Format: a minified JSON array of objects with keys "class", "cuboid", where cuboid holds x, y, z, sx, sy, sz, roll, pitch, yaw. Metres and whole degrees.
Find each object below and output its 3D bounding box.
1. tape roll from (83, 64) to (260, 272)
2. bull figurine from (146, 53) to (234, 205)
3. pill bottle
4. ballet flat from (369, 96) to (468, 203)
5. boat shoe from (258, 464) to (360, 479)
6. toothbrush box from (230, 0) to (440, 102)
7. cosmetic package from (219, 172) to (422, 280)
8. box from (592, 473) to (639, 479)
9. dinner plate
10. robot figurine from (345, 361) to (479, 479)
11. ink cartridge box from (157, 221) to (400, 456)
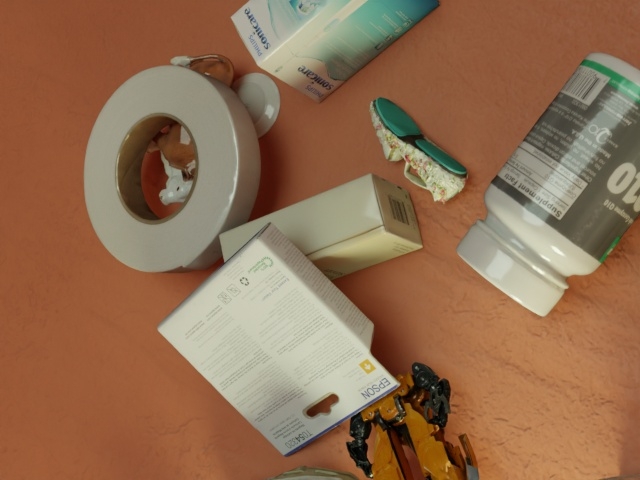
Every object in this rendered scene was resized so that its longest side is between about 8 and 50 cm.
[{"class":"tape roll","cuboid":[-0.284,-0.129,1.774,0.392,0.072,0.392,-3,84,33]},{"class":"bull figurine","cuboid":[-0.267,-0.223,1.874,0.188,0.101,0.310,22,92,27]},{"class":"pill bottle","cuboid":[0.376,-0.079,1.419,0.204,0.204,0.361,41,101,29]},{"class":"ballet flat","cuboid":[0.153,-0.152,1.637,0.241,0.091,0.077,49,127,32]},{"class":"boat shoe","cuboid":[-0.042,0.442,1.599,0.302,0.103,0.113,-15,98,51]},{"class":"toothbrush box","cuboid":[0.028,-0.405,1.679,0.295,0.216,0.126,-38,63,19]},{"class":"cosmetic package","cuboid":[0.000,0.000,1.645,0.309,0.160,0.113,-22,70,26]},{"class":"box","cuboid":[0.395,0.427,1.236,0.058,0.322,0.232,-16,73,30]},{"class":"dinner plate","cuboid":[-0.142,-0.263,1.864,0.141,0.017,0.141,-6,79,29]},{"class":"robot figurine","cuboid":[0.148,0.337,1.495,0.211,0.085,0.291,-39,42,21]},{"class":"ink cartridge box","cuboid":[-0.070,0.176,1.600,0.330,0.071,0.324,45,129,-6]}]
